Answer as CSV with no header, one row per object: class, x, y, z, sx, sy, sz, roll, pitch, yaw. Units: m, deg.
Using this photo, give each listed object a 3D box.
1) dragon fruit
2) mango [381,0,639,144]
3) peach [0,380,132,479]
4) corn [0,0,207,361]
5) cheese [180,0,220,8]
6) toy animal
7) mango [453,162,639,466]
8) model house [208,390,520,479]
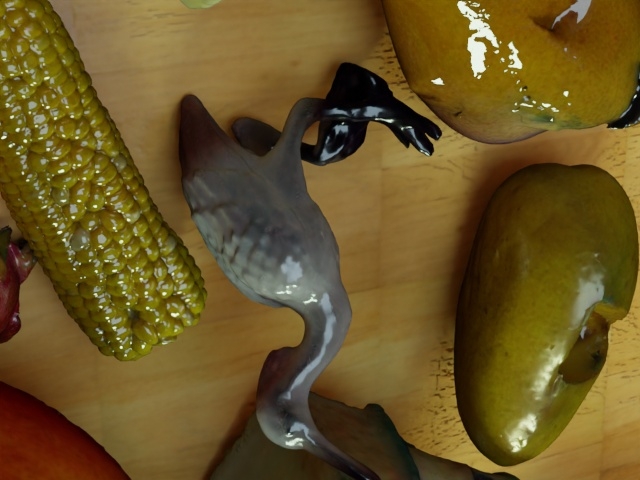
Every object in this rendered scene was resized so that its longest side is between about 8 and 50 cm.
dragon fruit,-0.259,0.044,0.993,0.126,0.068,0.112,8,108,-30
mango,0.138,-0.193,1.057,0.201,0.153,0.287,-33,122,-16
peach,-0.252,0.273,0.958,0.306,0.242,0.380,-37,107,11
corn,-0.177,-0.046,0.985,0.102,0.102,0.313,-34,119,-12
cheese,-0.048,-0.318,0.885,0.265,0.124,0.242,-41,94,-7
toy animal,-0.024,0.009,1.031,0.195,0.090,0.324,10,75,-3
mango,0.184,0.061,1.188,0.130,0.167,0.262,11,108,-16
model house,0.037,0.314,1.154,0.280,0.245,0.312,24,107,-29
